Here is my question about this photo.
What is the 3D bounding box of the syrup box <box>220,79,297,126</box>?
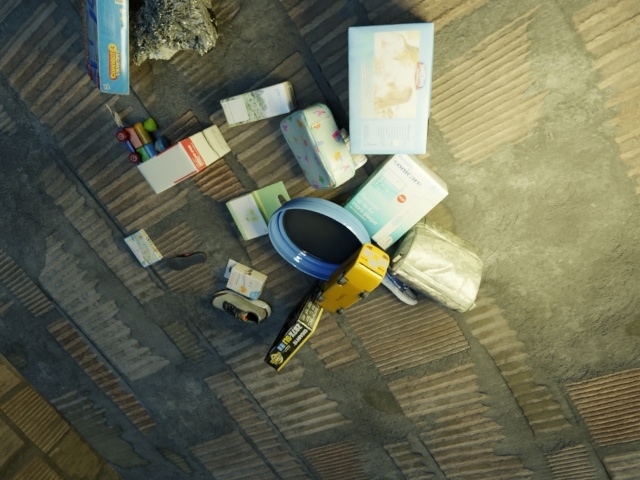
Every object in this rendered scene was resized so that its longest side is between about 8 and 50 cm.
[{"bbox_3d":[-0.208,-0.464,1.376,0.237,0.096,0.093,-9,114,17],"label":"syrup box"}]

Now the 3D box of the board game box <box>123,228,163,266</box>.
[{"bbox_3d":[-0.786,0.035,1.798,0.104,0.026,0.154,-22,108,22],"label":"board game box"}]

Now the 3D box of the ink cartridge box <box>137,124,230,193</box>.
[{"bbox_3d":[-0.470,-0.293,1.427,0.197,0.272,0.114,-21,111,22],"label":"ink cartridge box"}]

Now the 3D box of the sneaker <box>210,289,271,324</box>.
[{"bbox_3d":[-0.356,0.294,1.767,0.272,0.108,0.100,14,119,9],"label":"sneaker"}]

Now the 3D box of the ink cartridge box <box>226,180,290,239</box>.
[{"bbox_3d":[-0.225,-0.112,1.573,0.235,0.056,0.171,-16,109,23],"label":"ink cartridge box"}]

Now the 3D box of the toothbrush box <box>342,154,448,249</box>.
[{"bbox_3d":[0.252,-0.149,1.393,0.216,0.126,0.295,42,116,-7],"label":"toothbrush box"}]

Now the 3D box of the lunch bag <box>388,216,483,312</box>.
[{"bbox_3d":[0.390,0.090,1.396,0.305,0.256,0.212,32,118,-1],"label":"lunch bag"}]

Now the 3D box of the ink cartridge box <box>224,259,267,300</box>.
[{"bbox_3d":[-0.331,0.167,1.725,0.182,0.061,0.104,24,118,3],"label":"ink cartridge box"}]

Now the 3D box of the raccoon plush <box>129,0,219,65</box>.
[{"bbox_3d":[-0.499,-0.712,1.183,0.300,0.446,0.216,-10,69,4],"label":"raccoon plush"}]

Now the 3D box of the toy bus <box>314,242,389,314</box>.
[{"bbox_3d":[0.100,0.146,1.414,0.108,0.130,0.332,31,144,-7],"label":"toy bus"}]

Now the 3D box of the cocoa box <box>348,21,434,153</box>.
[{"bbox_3d":[0.210,-0.447,1.204,0.232,0.228,0.346,3,115,13],"label":"cocoa box"}]

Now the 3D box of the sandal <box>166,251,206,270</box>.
[{"bbox_3d":[-0.581,0.086,1.769,0.179,0.040,0.067,-14,117,4],"label":"sandal"}]

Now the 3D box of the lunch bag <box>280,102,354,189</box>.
[{"bbox_3d":[-0.014,-0.310,1.345,0.108,0.224,0.279,-32,106,-20],"label":"lunch bag"}]

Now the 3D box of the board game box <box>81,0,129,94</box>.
[{"bbox_3d":[-0.699,-0.667,1.310,0.302,0.086,0.308,41,128,43],"label":"board game box"}]

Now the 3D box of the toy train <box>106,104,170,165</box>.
[{"bbox_3d":[-0.685,-0.420,1.522,0.144,0.105,0.247,-21,108,11],"label":"toy train"}]

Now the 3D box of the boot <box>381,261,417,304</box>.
[{"bbox_3d":[0.314,0.165,1.555,0.190,0.069,0.086,38,121,-3],"label":"boot"}]

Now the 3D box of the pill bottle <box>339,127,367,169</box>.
[{"bbox_3d":[0.092,-0.310,1.384,0.078,0.078,0.137,-31,104,25],"label":"pill bottle"}]

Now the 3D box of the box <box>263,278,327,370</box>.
[{"bbox_3d":[-0.080,0.318,1.586,0.079,0.322,0.257,37,117,-3],"label":"box"}]

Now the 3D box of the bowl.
[{"bbox_3d":[0.000,0.000,1.474,0.392,0.077,0.391,18,143,14],"label":"bowl"}]
